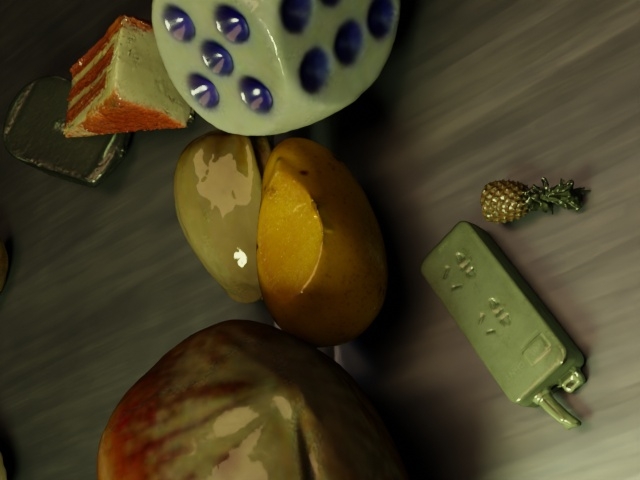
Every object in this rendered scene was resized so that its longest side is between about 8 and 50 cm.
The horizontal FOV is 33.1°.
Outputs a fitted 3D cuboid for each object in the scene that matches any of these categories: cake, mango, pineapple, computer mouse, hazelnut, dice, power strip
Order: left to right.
[{"bbox_3d":[-0.445,-0.189,1.922,0.295,0.087,0.168,23,81,29],"label":"computer mouse"},{"bbox_3d":[-0.353,-0.262,1.771,0.262,0.159,0.158,-5,71,24],"label":"cake"},{"bbox_3d":[-0.075,0.287,1.241,0.359,0.359,0.409,-51,48,16],"label":"hazelnut"},{"bbox_3d":[-0.061,-0.311,1.471,0.251,0.243,0.259,12,43,42],"label":"dice"},{"bbox_3d":[0.000,0.000,1.405,0.160,0.191,0.290,-22,67,26],"label":"mango"},{"bbox_3d":[0.223,0.102,1.274,0.093,0.053,0.288,-47,50,18],"label":"power strip"},{"bbox_3d":[0.257,-0.047,1.297,0.124,0.058,0.058,1,76,36],"label":"pineapple"}]

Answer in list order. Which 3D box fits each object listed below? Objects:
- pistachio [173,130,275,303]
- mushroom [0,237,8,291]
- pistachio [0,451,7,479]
[{"bbox_3d":[-0.127,-0.036,1.556,0.213,0.163,0.260,-16,78,58],"label":"pistachio"},{"bbox_3d":[-0.631,0.078,1.995,0.094,0.072,0.210,24,95,44],"label":"mushroom"},{"bbox_3d":[-0.657,0.392,1.845,0.193,0.214,0.318,-33,29,-27],"label":"pistachio"}]
